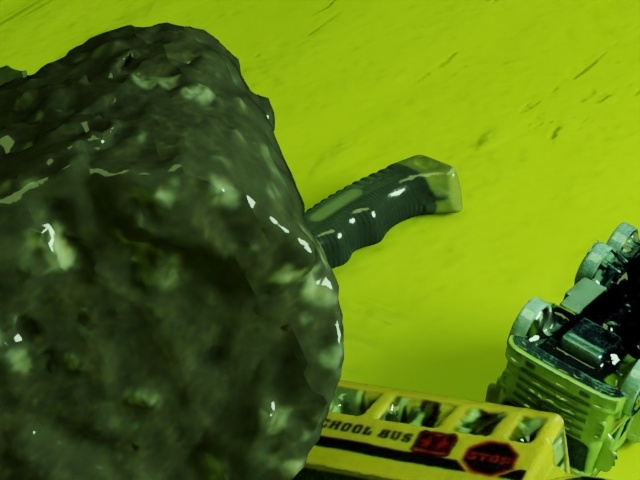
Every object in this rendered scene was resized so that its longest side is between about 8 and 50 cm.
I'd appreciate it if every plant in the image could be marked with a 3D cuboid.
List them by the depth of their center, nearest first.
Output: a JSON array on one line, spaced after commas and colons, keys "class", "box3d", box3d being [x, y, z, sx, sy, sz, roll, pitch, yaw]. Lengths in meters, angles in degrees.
[{"class": "plant", "box3d": [-0.114, 0.000, 0.867, 0.213, 0.215, 0.312, -17, 22, -2]}]

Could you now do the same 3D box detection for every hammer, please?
[{"class": "hammer", "box3d": [0.000, 0.000, 1.190, 0.226, 0.041, 0.159, -31, 40, -25]}]

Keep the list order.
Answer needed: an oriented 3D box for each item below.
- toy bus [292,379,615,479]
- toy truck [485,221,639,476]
[{"class": "toy bus", "box3d": [0.034, 0.150, 0.894, 0.335, 0.121, 0.123, 6, 30, 26]}, {"class": "toy truck", "box3d": [0.172, 0.076, 0.965, 0.085, 0.116, 0.191, 27, 34, 22]}]
